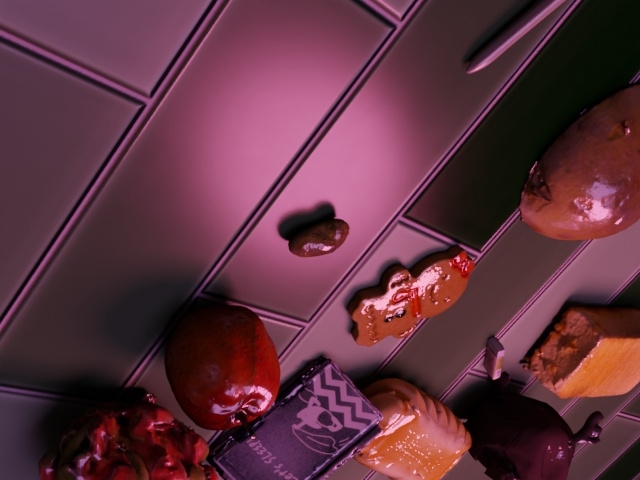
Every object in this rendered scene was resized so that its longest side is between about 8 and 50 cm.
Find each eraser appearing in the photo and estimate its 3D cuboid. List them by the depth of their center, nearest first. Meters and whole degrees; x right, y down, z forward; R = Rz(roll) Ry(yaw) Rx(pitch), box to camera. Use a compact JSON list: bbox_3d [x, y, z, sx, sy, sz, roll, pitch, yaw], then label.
[{"bbox_3d":[0.328,0.222,1.565,0.019,0.038,0.083,-16,135,-13],"label":"eraser"}]

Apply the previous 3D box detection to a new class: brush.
[{"bbox_3d":[0.304,-0.312,1.053,0.299,0.042,0.039,-40,141,7],"label":"brush"}]

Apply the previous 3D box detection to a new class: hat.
[{"bbox_3d":[0.426,0.376,1.660,0.209,0.238,0.336,-58,155,4],"label":"hat"}]

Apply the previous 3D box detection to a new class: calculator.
[{"bbox_3d":[-0.041,0.330,1.363,0.274,0.028,0.166,-40,97,6],"label":"calculator"}]

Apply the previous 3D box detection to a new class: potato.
[{"bbox_3d":[0.000,0.000,1.141,0.092,0.045,0.047,-23,101,-17],"label":"potato"},{"bbox_3d":[0.458,-0.102,1.301,0.299,0.116,0.239,-44,133,8],"label":"potato"}]

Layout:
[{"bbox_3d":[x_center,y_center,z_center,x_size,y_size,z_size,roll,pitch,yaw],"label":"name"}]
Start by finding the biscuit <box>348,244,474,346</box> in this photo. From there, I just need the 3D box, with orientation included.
[{"bbox_3d":[0.150,0.093,1.333,0.225,0.036,0.166,-23,136,-14],"label":"biscuit"}]

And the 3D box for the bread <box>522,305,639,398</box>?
[{"bbox_3d":[0.563,0.223,1.668,0.274,0.114,0.185,7,127,-36],"label":"bread"}]

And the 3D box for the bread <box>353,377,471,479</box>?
[{"bbox_3d":[0.151,0.345,1.502,0.173,0.121,0.311,-42,136,3],"label":"bread"}]

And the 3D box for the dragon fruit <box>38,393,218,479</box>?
[{"bbox_3d":[-0.265,0.348,1.158,0.237,0.231,0.303,-26,123,-3],"label":"dragon fruit"}]

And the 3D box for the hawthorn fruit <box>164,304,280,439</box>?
[{"bbox_3d":[-0.126,0.188,1.124,0.156,0.194,0.157,-18,146,-12],"label":"hawthorn fruit"}]
